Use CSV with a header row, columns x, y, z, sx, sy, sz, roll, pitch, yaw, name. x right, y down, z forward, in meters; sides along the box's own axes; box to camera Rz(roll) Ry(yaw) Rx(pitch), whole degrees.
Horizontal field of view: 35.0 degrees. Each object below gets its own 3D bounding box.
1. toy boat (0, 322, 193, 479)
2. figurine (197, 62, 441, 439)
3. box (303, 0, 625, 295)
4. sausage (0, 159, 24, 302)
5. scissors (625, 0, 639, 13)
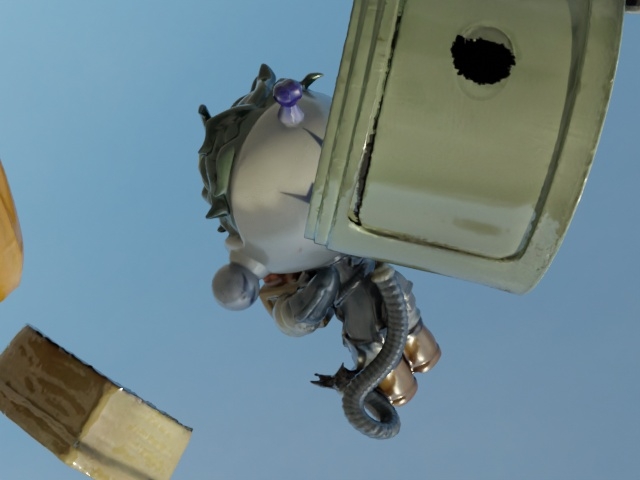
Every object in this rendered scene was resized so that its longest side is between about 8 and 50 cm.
x,y,z,sx,sy,sz,roll,pitch,yaw,name
-0.180,0.116,0.734,0.188,0.116,0.061,21,-105,43,toy boat
0.000,-0.002,1.071,0.186,0.382,0.261,-7,-146,32,figurine
0.085,-0.090,0.658,0.226,0.149,0.226,-167,-90,-90,box
-0.263,-0.090,0.602,0.112,0.328,0.112,-3,-141,3,sausage
0.212,-0.248,0.816,0.109,0.022,0.300,-16,-143,-7,scissors
